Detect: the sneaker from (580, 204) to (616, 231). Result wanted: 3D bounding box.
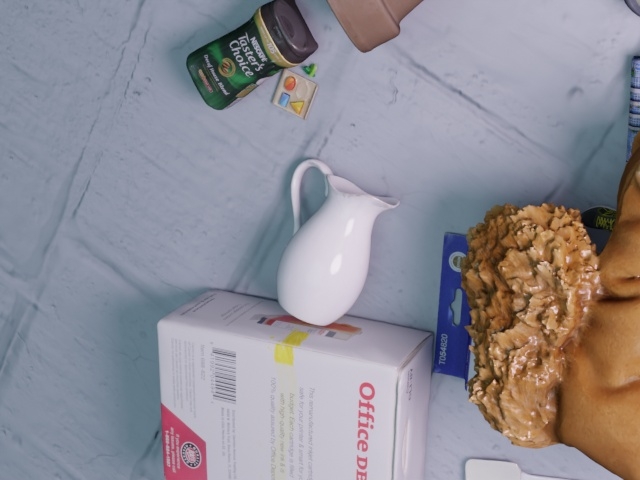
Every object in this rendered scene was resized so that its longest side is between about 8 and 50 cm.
[{"bbox_3d":[0.375,-0.026,1.303,0.083,0.035,0.031,5,106,25],"label":"sneaker"}]

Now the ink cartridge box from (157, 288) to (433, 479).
[{"bbox_3d":[-0.038,0.253,1.516,0.384,0.160,0.279,10,109,23],"label":"ink cartridge box"}]

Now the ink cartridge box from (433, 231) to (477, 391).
[{"bbox_3d":[0.262,0.113,1.394,0.223,0.045,0.223,9,109,24],"label":"ink cartridge box"}]

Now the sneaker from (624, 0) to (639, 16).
[{"bbox_3d":[0.485,-0.266,1.128,0.299,0.121,0.111,15,111,22],"label":"sneaker"}]

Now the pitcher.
[{"bbox_3d":[0.000,0.000,1.458,0.177,0.125,0.207,35,108,36],"label":"pitcher"}]

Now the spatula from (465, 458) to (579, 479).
[{"bbox_3d":[0.330,0.400,1.463,0.242,0.019,0.168,2,105,26],"label":"spatula"}]

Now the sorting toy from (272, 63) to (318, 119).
[{"bbox_3d":[-0.034,-0.222,1.457,0.062,0.012,0.083,30,116,16],"label":"sorting toy"}]

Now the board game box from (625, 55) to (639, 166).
[{"bbox_3d":[0.465,-0.120,1.217,0.194,0.060,0.194,6,107,24],"label":"board game box"}]

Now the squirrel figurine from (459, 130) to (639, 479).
[{"bbox_3d":[0.342,0.060,1.160,0.396,0.281,0.371,4,111,20],"label":"squirrel figurine"}]

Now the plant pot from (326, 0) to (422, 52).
[{"bbox_3d":[0.093,-0.397,1.231,0.229,0.263,0.263,-26,93,12],"label":"plant pot"}]

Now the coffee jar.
[{"bbox_3d":[-0.096,-0.266,1.437,0.184,0.079,0.096,-27,92,29],"label":"coffee jar"}]
